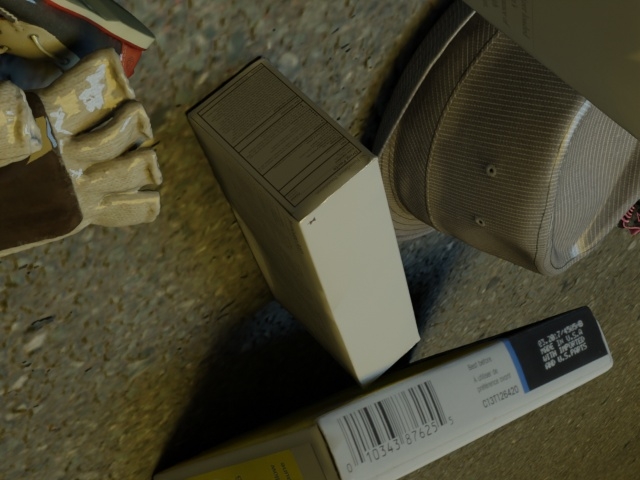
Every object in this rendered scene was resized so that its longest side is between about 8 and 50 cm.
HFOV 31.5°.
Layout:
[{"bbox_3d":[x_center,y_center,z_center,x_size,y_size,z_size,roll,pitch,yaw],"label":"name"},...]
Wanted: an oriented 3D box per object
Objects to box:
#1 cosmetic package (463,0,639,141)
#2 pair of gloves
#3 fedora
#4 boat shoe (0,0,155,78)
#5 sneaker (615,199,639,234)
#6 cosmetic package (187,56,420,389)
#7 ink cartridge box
[{"bbox_3d":[0.152,-0.181,0.554,0.151,0.183,0.151,-38,152,-11],"label":"cosmetic package"},{"bbox_3d":[-0.157,-0.053,0.400,0.204,0.042,0.240,-16,149,-15],"label":"pair of gloves"},{"bbox_3d":[0.154,-0.066,0.779,0.244,0.124,0.275,-26,147,-30],"label":"fedora"},{"bbox_3d":[-0.120,-0.092,0.463,0.043,0.049,0.137,-48,157,11],"label":"boat shoe"},{"bbox_3d":[0.315,-0.033,1.133,0.057,0.047,0.119,-38,153,12],"label":"sneaker"},{"bbox_3d":[0.000,0.000,0.692,0.060,0.099,0.239,-38,153,-10],"label":"cosmetic package"},{"bbox_3d":[0.027,0.151,0.915,0.304,0.072,0.307,-18,176,-41],"label":"ink cartridge box"}]
